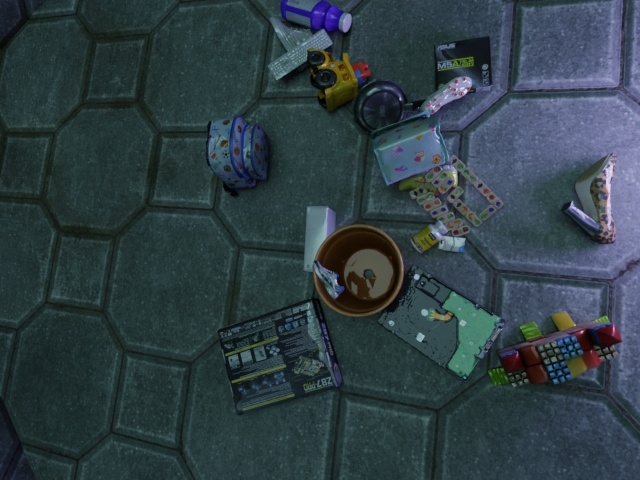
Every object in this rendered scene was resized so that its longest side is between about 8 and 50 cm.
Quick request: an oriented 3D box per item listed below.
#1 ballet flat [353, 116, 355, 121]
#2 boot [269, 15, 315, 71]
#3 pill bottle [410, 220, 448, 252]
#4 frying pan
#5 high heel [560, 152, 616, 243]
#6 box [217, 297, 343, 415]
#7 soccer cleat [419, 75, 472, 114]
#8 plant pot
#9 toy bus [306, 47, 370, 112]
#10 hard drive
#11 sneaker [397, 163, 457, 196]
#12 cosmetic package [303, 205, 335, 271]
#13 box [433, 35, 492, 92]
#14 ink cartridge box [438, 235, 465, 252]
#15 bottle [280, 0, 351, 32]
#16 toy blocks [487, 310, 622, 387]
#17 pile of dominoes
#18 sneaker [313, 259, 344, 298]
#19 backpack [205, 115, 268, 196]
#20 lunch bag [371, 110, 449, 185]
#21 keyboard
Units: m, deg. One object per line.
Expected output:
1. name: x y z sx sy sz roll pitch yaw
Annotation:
1. ballet flat: 0.215 -0.473 1.599 0.203 0.074 0.074 -14 78 15
2. boot: -0.095 -0.803 1.746 0.123 0.095 0.258 -31 82 5
3. pill bottle: 0.365 -0.015 1.475 0.116 0.065 0.065 -39 72 21
4. frying pan: 0.273 -0.446 1.557 0.325 0.053 0.197 14 122 -10
5. high heel: 0.873 -0.125 1.346 0.186 0.093 0.261 39 82 -3
6. box: -0.150 0.413 1.574 0.394 0.097 0.319 -21 74 14
7. soccer cleat: 0.422 -0.495 1.498 0.196 0.076 0.068 -34 111 -3
8. plant pot: 0.141 0.107 1.467 0.290 0.203 0.291 -3 81 17
9. toy bus: 0.069 -0.622 1.639 0.211 0.149 0.220 -21 73 0
10. hard drive: 0.387 0.264 1.438 0.338 0.064 0.237 32 93 20
11. sneaker: 0.368 -0.192 1.504 0.208 0.081 0.094 -13 85 17
12. cosmetic package: 0.000 0.000 1.576 0.085 0.117 0.231 2 84 18
13. box: 0.496 -0.606 1.540 0.190 0.045 0.184 -1 85 17
14. ink cartridge box: 0.438 0.011 1.472 0.083 0.028 0.048 7 97 19
15. bottle: -0.016 -0.881 1.714 0.282 0.092 0.118 26 59 19
16. toy blocks: 0.661 0.321 1.236 0.381 0.261 0.191 -23 76 14
17. pile of dominoes: 0.442 -0.137 1.446 0.251 0.040 0.196 44 106 0
18. sneaker: 0.027 0.113 1.376 0.058 0.052 0.135 -34 80 1
19. backpack: -0.313 -0.333 1.647 0.213 0.263 0.277 -7 79 17
20. lunch bag: 0.288 -0.319 1.471 0.223 0.262 0.160 -19 114 13
21. keyboard: -0.079 -0.712 1.687 0.256 0.014 0.072 -32 88 4
